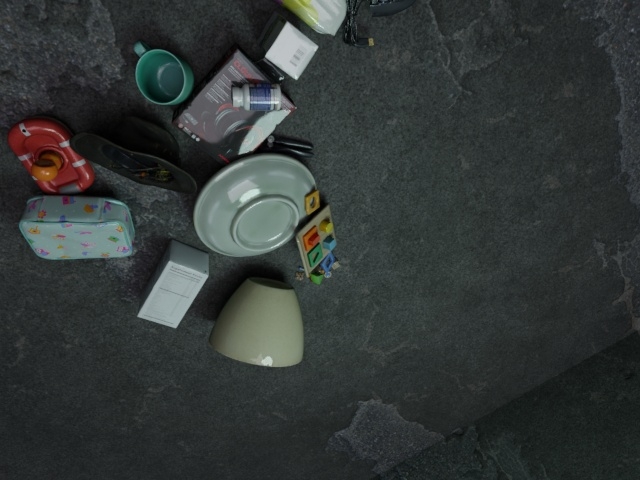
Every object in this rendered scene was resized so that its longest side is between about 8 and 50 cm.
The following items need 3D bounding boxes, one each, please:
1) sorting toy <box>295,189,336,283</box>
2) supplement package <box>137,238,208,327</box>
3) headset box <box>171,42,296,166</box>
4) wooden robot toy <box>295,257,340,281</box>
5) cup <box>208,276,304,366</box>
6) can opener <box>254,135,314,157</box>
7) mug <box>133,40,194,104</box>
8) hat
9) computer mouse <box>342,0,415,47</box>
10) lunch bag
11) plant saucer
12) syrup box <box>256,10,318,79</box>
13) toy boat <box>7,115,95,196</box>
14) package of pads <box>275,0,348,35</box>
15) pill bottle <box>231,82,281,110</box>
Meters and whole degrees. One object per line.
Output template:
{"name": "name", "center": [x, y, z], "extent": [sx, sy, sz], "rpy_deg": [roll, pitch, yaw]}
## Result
{"name": "sorting toy", "center": [0.000, 0.000, 1.450], "extent": [0.196, 0.047, 0.347], "rpy_deg": [-49, 142, -34]}
{"name": "supplement package", "center": [-0.484, 0.144, 1.464], "extent": [0.139, 0.134, 0.244], "rpy_deg": [26, 113, -27]}
{"name": "headset box", "center": [-0.227, -0.370, 1.220], "extent": [0.293, 0.110, 0.218], "rpy_deg": [-42, 123, 13]}
{"name": "wooden robot toy", "center": [-0.007, 0.128, 1.612], "extent": [0.173, 0.079, 0.076], "rpy_deg": [-17, 124, -3]}
{"name": "cup", "center": [-0.196, 0.261, 1.535], "extent": [0.331, 0.331, 0.236], "rpy_deg": [12, 94, -21]}
{"name": "can opener", "center": [-0.107, -0.286, 1.348], "extent": [0.186, 0.073, 0.059], "rpy_deg": [0, 83, -18]}
{"name": "mug", "center": [-0.395, -0.430, 1.140], "extent": [0.130, 0.097, 0.157], "rpy_deg": [-3, 105, 6]}
{"name": "hat", "center": [-0.473, -0.245, 1.188], "extent": [0.331, 0.331, 0.133], "rpy_deg": [22, 77, -25]}
{"name": "computer mouse", "center": [0.172, -0.600, 1.164], "extent": [0.262, 0.060, 0.184], "rpy_deg": [-27, 147, -27]}
{"name": "lunch bag", "center": [-0.696, -0.032, 1.285], "extent": [0.279, 0.107, 0.224], "rpy_deg": [0, 150, -12]}
{"name": "plant saucer", "center": [-0.179, -0.075, 1.358], "extent": [0.401, 0.100, 0.400], "rpy_deg": [-19, 140, -17]}
{"name": "syrup box", "center": [-0.088, -0.490, 1.104], "extent": [0.096, 0.237, 0.093], "rpy_deg": [29, 111, -27]}
{"name": "toy boat", "center": [-0.717, -0.207, 1.171], "extent": [0.151, 0.151, 0.231], "rpy_deg": [-20, 124, -2]}
{"name": "package of pads", "center": [-0.035, -0.677, 1.082], "extent": [0.297, 0.101, 0.229], "rpy_deg": [24, 113, -26]}
{"name": "pill bottle", "center": [-0.164, -0.366, 1.130], "extent": [0.120, 0.067, 0.067], "rpy_deg": [-4, 122, -13]}
